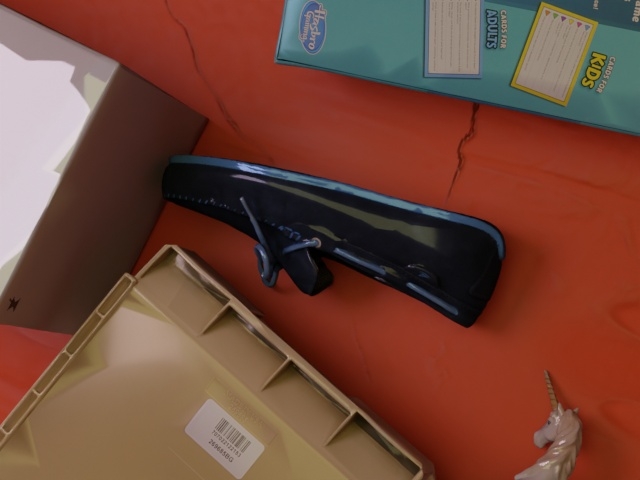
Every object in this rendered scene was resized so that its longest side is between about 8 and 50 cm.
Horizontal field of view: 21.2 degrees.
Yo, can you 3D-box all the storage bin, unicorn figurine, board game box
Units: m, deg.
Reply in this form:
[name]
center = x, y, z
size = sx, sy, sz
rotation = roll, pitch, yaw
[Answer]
[storage bin]
center = -0.089, 0.181, 1.225
size = 0.262, 0.123, 0.260
rotation = 41, 94, 15
[unicorn figurine]
center = 0.139, 0.179, 1.182
size = 0.060, 0.162, 0.111
rotation = 29, 119, 11
[board game box]
center = 0.156, -0.216, 1.182
size = 0.336, 0.079, 0.254
rotation = 13, 104, 11

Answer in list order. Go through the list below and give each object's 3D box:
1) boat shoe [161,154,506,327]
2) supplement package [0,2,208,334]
[boat shoe]
center = 0.000, 0.000, 1.231
size = 0.258, 0.109, 0.089
rotation = 15, 91, 18
[supplement package]
center = -0.263, -0.076, 1.258
size = 0.263, 0.198, 0.199
rotation = 27, 90, 16
